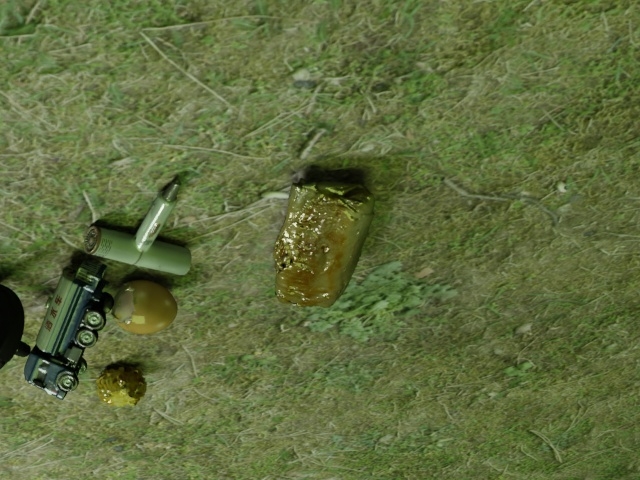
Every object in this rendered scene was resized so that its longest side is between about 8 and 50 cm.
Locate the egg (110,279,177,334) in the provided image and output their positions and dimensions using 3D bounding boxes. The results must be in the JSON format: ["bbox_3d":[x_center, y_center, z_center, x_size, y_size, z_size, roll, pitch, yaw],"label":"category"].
[{"bbox_3d":[-0.254,0.098,2.042,0.080,0.080,0.096,-33,148,32],"label":"egg"}]

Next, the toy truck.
[{"bbox_3d":[-0.354,0.123,1.986,0.088,0.074,0.202,23,110,-6],"label":"toy truck"}]

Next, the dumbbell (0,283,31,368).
[{"bbox_3d":[-0.511,0.101,1.904,0.143,0.143,0.325,-26,146,23],"label":"dumbbell"}]

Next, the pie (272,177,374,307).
[{"bbox_3d":[0.000,0.000,1.966,0.128,0.068,0.282,6,147,-6],"label":"pie"}]

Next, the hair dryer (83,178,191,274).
[{"bbox_3d":[-0.208,-0.023,1.898,0.155,0.044,0.183,14,138,-39],"label":"hair dryer"}]

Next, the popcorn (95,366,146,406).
[{"bbox_3d":[-0.322,0.234,2.268,0.082,0.057,0.083,1,151,-7],"label":"popcorn"}]
